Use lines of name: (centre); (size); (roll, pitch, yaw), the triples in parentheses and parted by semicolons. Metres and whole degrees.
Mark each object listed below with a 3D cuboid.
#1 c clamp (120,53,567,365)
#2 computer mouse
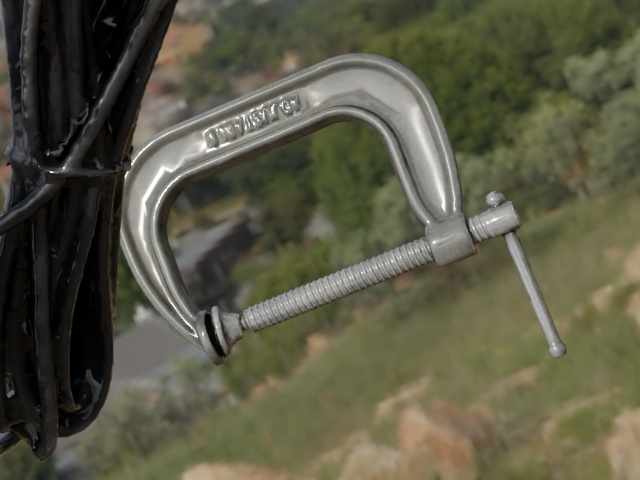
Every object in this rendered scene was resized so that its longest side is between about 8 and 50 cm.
c clamp: (0.000, 0.000, 0.710); (0.161, 0.137, 0.022); (-17, -6, 12)
computer mouse: (-0.114, -0.004, 0.327); (0.060, 0.184, 0.262); (30, 28, 34)
